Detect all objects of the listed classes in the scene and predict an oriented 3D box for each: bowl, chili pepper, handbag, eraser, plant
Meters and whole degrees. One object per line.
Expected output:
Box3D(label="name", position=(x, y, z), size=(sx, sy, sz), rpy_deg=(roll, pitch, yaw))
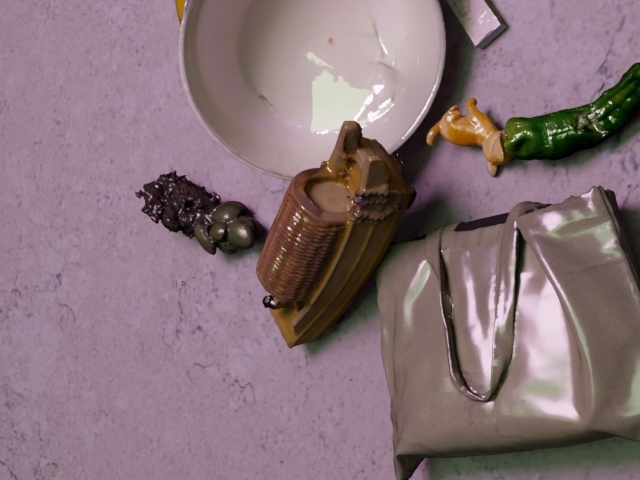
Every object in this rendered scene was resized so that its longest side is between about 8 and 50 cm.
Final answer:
Box3D(label="bowl", position=(-0.015, -0.210, 1.353), size=(0.145, 0.277, 0.277), rpy_deg=(-113, 45, -72))
Box3D(label="chili pepper", position=(0.261, -0.121, 1.234), size=(0.182, 0.073, 0.050), rpy_deg=(-30, 47, 36))
Box3D(label="handbag", position=(0.184, 0.093, 1.253), size=(0.316, 0.109, 0.253), rpy_deg=(-17, 73, 39))
Box3D(label="eraser", position=(0.159, -0.245, 1.346), size=(0.038, 0.019, 0.083), rpy_deg=(-41, 65, 29))
Box3D(label="plant", position=(-0.138, -0.027, 1.513), size=(0.174, 0.085, 0.087), rpy_deg=(23, 124, 29))

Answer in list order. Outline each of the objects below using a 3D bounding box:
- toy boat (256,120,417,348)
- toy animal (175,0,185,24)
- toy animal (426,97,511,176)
Box3D(label="toy boat", position=(0.000, 0.000, 1.332), size=(0.089, 0.115, 0.310), rpy_deg=(65, 145, 30))
Box3D(label="toy animal", position=(-0.130, -0.326, 1.479), size=(0.156, 0.156, 0.229), rpy_deg=(-37, 70, 28))
Box3D(label="toy animal", position=(0.160, -0.100, 1.315), size=(0.081, 0.060, 0.083), rpy_deg=(-26, 66, -10))
